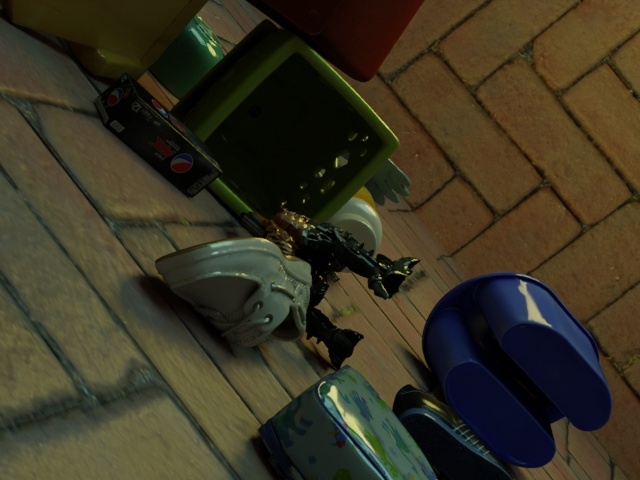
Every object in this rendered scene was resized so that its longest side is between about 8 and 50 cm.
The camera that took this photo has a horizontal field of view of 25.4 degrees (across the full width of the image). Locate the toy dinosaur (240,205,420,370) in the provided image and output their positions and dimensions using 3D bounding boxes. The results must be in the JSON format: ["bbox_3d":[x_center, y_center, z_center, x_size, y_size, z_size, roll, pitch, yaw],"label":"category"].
[{"bbox_3d":[-0.023,0.038,1.746,0.218,0.164,0.322,37,28,6],"label":"toy dinosaur"}]

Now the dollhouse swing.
[{"bbox_3d":[-0.250,-0.416,1.717,0.305,0.347,0.315,22,28,-49],"label":"dollhouse swing"}]

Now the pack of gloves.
[{"bbox_3d":[0.023,-0.123,2.311,0.232,0.195,0.046,45,38,-29],"label":"pack of gloves"}]

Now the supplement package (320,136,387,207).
[{"bbox_3d":[-0.004,-0.177,2.540,0.204,0.145,0.262,43,11,-39],"label":"supplement package"}]

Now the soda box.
[{"bbox_3d":[-0.193,-0.125,1.701,0.169,0.053,0.060,43,11,-42],"label":"soda box"}]

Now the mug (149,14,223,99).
[{"bbox_3d":[-0.216,-0.300,2.144,0.158,0.097,0.129,52,9,6],"label":"mug"}]

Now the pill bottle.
[{"bbox_3d":[0.035,-0.024,2.209,0.117,0.117,0.208,48,10,-16],"label":"pill bottle"}]

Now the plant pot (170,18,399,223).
[{"bbox_3d":[-0.065,-0.157,1.955,0.228,0.227,0.207,44,4,-28],"label":"plant pot"}]

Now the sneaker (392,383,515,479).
[{"bbox_3d":[0.181,0.276,1.841,0.232,0.081,0.090,46,17,-20],"label":"sneaker"}]

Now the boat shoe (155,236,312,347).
[{"bbox_3d":[-0.073,0.059,1.435,0.277,0.098,0.096,18,61,-65],"label":"boat shoe"}]

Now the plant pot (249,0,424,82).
[{"bbox_3d":[0.003,-0.391,1.902,0.267,0.267,0.236,37,15,9],"label":"plant pot"}]

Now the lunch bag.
[{"bbox_3d":[0.037,0.215,1.356,0.176,0.090,0.219,51,9,5],"label":"lunch bag"}]

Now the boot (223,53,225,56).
[{"bbox_3d":[-0.120,-0.210,2.303,0.178,0.085,0.236,42,12,-53],"label":"boot"}]

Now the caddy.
[{"bbox_3d":[0.320,0.204,2.314,0.341,0.241,0.179,46,15,-28],"label":"caddy"}]

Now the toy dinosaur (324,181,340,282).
[{"bbox_3d":[0.000,0.000,2.025,0.183,0.053,0.092,98,-25,-45],"label":"toy dinosaur"}]
